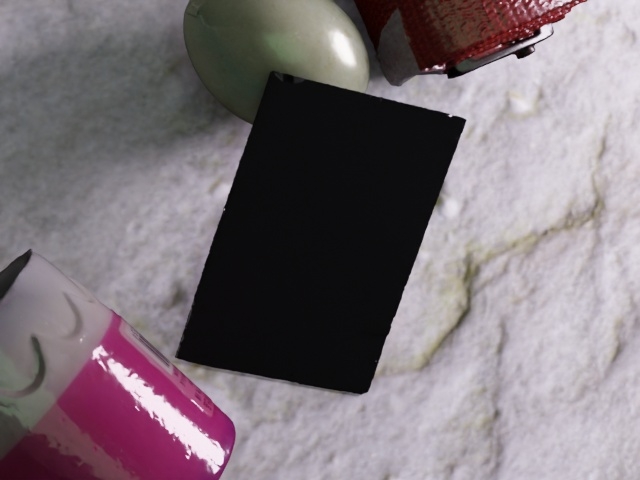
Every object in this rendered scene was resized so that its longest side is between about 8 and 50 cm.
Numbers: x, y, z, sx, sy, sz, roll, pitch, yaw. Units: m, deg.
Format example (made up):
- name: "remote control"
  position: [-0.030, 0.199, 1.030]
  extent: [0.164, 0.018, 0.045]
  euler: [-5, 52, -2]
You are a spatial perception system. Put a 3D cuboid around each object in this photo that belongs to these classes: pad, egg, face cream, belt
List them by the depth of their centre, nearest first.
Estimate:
- name: "face cream"
  position: [-0.183, 0.129, 1.092]
  extent: [0.195, 0.175, 0.175]
  euler: [43, 74, -12]
- name: "egg"
  position: [-0.034, -0.142, 1.197]
  extent: [0.152, 0.114, 0.114]
  euler: [28, 77, -17]
- name: "pad"
  position: [0.000, 0.000, 1.201]
  extent: [0.163, 0.004, 0.243]
  euler: [13, 109, -19]
- name: "belt"
  position: [0.123, -0.196, 1.252]
  extent: [0.201, 0.128, 0.124]
  euler: [-25, 94, -21]
